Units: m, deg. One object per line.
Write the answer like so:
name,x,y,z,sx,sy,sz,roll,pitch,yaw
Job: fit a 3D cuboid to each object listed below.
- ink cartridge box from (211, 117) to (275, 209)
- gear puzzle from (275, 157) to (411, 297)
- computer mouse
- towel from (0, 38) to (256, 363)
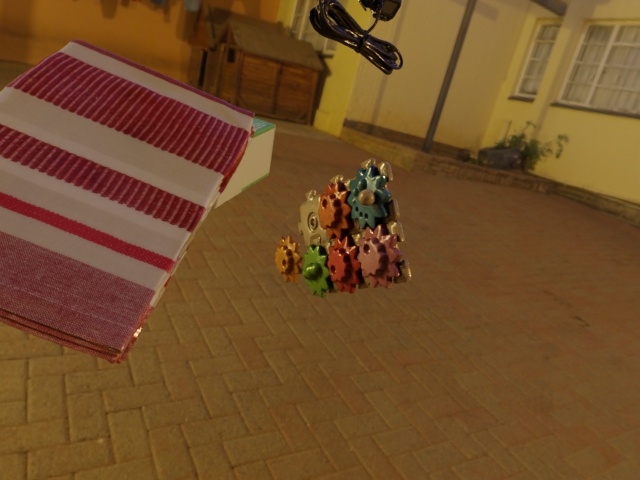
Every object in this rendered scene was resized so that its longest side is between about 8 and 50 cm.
ink cartridge box,-0.270,-0.197,0.947,0.289,0.121,0.211,23,35,17
gear puzzle,0.000,0.000,0.727,0.044,0.175,0.339,-5,-7,-32
computer mouse,0.044,-0.367,0.632,0.184,0.261,0.060,7,-3,-44
towel,-0.219,-0.066,0.450,0.237,0.037,0.328,23,48,-5
